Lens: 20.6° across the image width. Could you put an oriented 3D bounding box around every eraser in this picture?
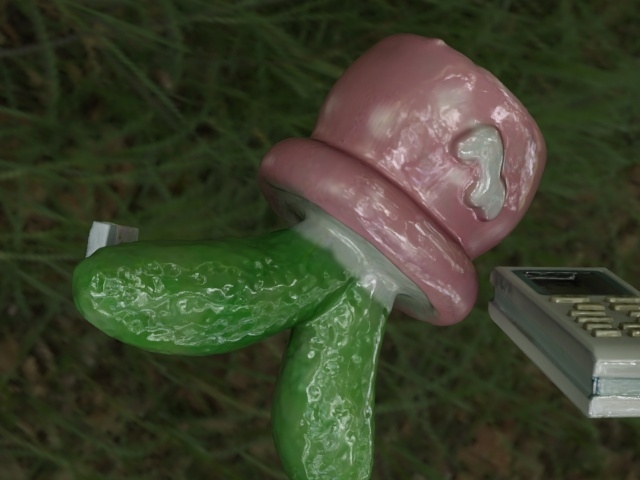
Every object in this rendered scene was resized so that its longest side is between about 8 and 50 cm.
[{"bbox_3d":[-0.168,0.005,1.422,0.083,0.019,0.038,11,92,-81],"label":"eraser"}]

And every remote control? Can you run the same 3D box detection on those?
[{"bbox_3d":[0.214,0.070,1.354,0.102,0.277,0.056,1,103,-10],"label":"remote control"}]

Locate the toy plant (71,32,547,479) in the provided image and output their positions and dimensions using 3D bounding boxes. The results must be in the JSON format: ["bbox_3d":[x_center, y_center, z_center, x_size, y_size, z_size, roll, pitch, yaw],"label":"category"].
[{"bbox_3d":[0.005,-0.003,1.420,0.356,0.210,0.317,-49,120,-7],"label":"toy plant"}]
